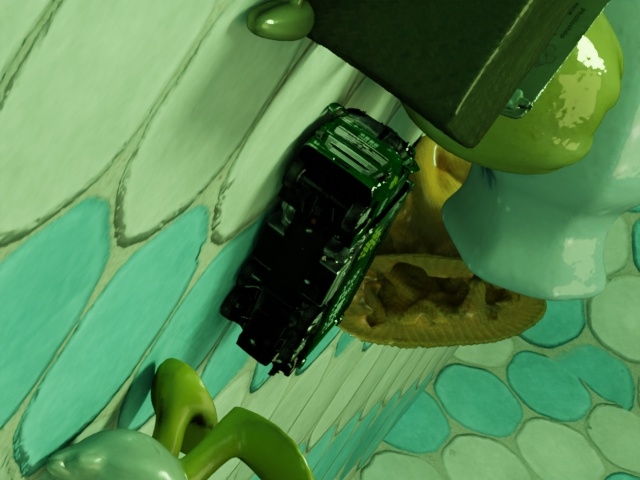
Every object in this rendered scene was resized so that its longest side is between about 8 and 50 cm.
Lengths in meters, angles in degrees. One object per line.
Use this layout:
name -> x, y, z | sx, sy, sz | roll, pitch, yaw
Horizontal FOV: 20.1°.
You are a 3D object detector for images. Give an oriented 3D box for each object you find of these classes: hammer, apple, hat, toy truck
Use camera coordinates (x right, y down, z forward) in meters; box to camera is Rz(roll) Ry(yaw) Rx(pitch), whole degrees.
hammer -> 0.011, -0.206, 1.075 | 0.195, 0.028, 0.060 | -62, 163, 15
apple -> 0.156, -0.150, 1.506 | 0.200, 0.200, 0.200 | -54, 170, -13
hat -> 0.128, -0.030, 1.969 | 0.244, 0.233, 0.233 | 130, -27, -59
toy truck -> 0.000, 0.000, 1.510 | 0.121, 0.088, 0.259 | -45, 167, -44

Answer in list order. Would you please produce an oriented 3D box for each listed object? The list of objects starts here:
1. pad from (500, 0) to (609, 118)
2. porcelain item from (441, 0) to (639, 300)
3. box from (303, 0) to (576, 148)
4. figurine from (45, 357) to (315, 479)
pad -> 0.161, -0.213, 1.414 | 0.265, 0.159, 0.009 | -52, 145, -21
porcelain item -> 0.242, -0.158, 1.699 | 0.242, 0.178, 0.405 | -111, -149, -60
box -> 0.114, -0.214, 1.191 | 0.273, 0.143, 0.184 | -56, 171, 5
figurine -> -0.167, 0.285, 1.344 | 0.338, 0.284, 0.204 | -28, -162, -32
